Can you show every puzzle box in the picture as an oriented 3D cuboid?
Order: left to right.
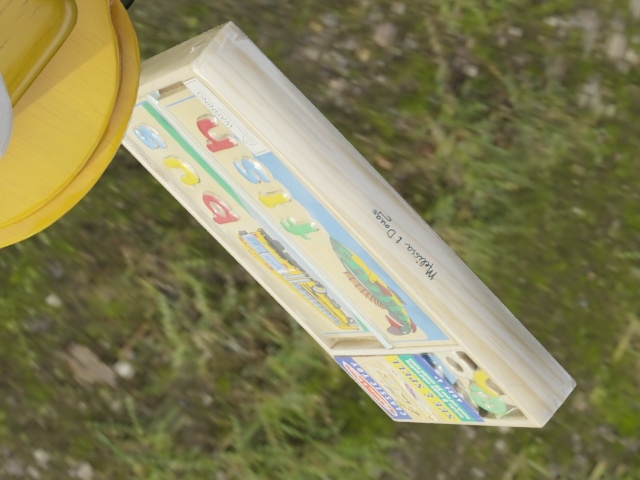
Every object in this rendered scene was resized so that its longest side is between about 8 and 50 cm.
[{"bbox_3d":[0.000,0.000,1.589,0.409,0.272,0.052,46,71,-14],"label":"puzzle box"}]

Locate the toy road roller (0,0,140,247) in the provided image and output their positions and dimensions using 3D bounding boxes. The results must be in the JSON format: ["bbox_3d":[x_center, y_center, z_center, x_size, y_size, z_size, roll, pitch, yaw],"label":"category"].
[{"bbox_3d":[-0.236,-0.131,0.913,0.329,0.240,0.202,38,91,-17],"label":"toy road roller"}]

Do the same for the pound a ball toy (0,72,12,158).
[{"bbox_3d":[-0.286,0.009,0.732,0.208,0.319,0.136,-19,83,-46],"label":"pound a ball toy"}]
